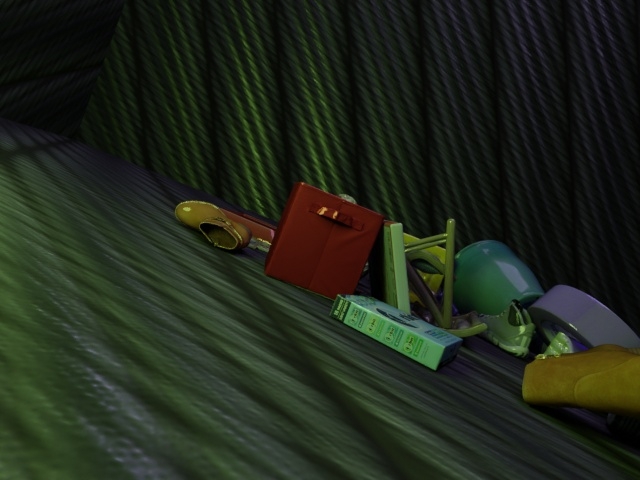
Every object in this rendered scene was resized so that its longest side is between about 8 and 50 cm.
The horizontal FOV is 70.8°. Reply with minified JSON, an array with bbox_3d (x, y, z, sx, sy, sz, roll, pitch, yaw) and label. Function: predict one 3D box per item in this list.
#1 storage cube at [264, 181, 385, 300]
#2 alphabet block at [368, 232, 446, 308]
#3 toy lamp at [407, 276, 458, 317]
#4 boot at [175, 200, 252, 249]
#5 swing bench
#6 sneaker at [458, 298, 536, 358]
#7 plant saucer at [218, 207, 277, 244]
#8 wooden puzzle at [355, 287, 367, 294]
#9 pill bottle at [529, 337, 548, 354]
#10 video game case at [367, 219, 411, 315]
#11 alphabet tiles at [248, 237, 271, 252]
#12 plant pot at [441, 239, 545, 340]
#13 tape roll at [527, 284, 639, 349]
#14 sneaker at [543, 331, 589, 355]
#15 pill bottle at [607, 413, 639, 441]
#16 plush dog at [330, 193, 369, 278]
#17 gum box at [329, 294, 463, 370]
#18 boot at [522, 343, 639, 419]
[{"bbox_3d":[0.000,0.000,0.950,0.183,0.193,0.215,21,2,-9],"label":"storage cube"},{"bbox_3d":[0.280,0.085,1.448,0.192,0.193,0.197,20,3,-1],"label":"alphabet block"},{"bbox_3d":[0.272,0.115,1.268,0.275,0.080,0.080,49,14,21],"label":"toy lamp"},{"bbox_3d":[-0.248,-0.036,0.997,0.197,0.073,0.152,19,7,0],"label":"boot"},{"bbox_3d":[0.274,0.099,1.080,0.165,0.255,0.253,-15,-7,13],"label":"swing bench"},{"bbox_3d":[0.480,0.210,1.209,0.086,0.132,0.228,20,4,-32],"label":"sneaker"},{"bbox_3d":[-0.225,-0.046,1.538,0.259,0.048,0.258,22,3,11],"label":"plant saucer"},{"bbox_3d":[0.079,0.121,1.134,0.083,0.006,0.049,23,3,24],"label":"wooden puzzle"},{"bbox_3d":[0.706,0.313,1.359,0.094,0.094,0.169,19,4,-42],"label":"pill bottle"},{"bbox_3d":[0.138,0.057,0.968,0.025,0.204,0.285,-7,6,-4],"label":"video game case"},{"bbox_3d":[-0.210,-0.003,1.242,0.237,0.009,0.198,21,3,-7],"label":"alphabet tiles"},{"bbox_3d":[0.552,0.173,1.381,0.271,0.272,0.255,21,17,-23],"label":"plant pot"},{"bbox_3d":[0.645,0.241,1.100,0.275,0.090,0.275,52,-3,4],"label":"tape roll"},{"bbox_3d":[0.571,0.290,0.939,0.146,0.102,0.293,29,7,6],"label":"sneaker"},{"bbox_3d":[0.592,0.288,0.681,0.245,0.130,0.130,24,4,32],"label":"pill bottle"},{"bbox_3d":[0.040,-0.022,1.280,0.210,0.225,0.262,24,4,35],"label":"plush dog"},{"bbox_3d":[0.130,0.145,0.749,0.184,0.041,0.157,23,3,28],"label":"gum box"},{"bbox_3d":[0.382,0.207,0.600,0.211,0.104,0.295,-15,-6,28],"label":"boot"}]
